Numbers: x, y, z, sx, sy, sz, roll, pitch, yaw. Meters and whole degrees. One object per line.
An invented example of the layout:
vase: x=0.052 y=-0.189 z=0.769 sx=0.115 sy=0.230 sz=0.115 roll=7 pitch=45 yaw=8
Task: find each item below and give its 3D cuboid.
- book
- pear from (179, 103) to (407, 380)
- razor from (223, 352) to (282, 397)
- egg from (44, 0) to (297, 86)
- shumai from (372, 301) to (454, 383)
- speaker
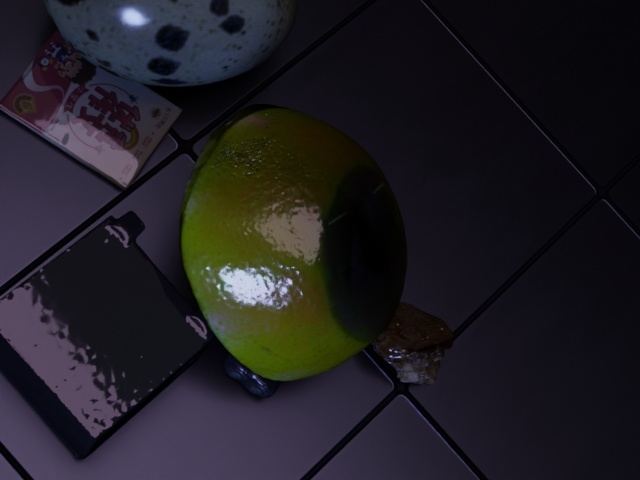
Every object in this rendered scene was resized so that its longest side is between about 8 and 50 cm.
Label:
book: x=-0.350 y=-0.201 z=1.826 sx=0.232 sy=0.022 sz=0.162 roll=33 pitch=69 yaw=-2
pear: x=0.001 y=0.002 z=1.662 sx=0.399 sy=0.165 sz=0.399 roll=4 pitch=84 yaw=-52
razor: x=-0.073 y=0.155 z=1.772 sx=0.090 sy=0.054 sz=0.148 roll=40 pitch=62 yaw=-8
egg: x=-0.220 y=-0.368 z=1.771 sx=0.379 sy=0.287 sz=0.287 roll=14 pitch=70 yaw=-24
shumai: x=0.129 y=0.159 z=1.813 sx=0.123 sy=0.139 sz=0.105 roll=31 pitch=100 yaw=26
speaker: x=-0.304 y=0.127 z=1.656 sx=0.254 sy=0.184 sz=0.232 roll=-41 pitch=88 yaw=-25
